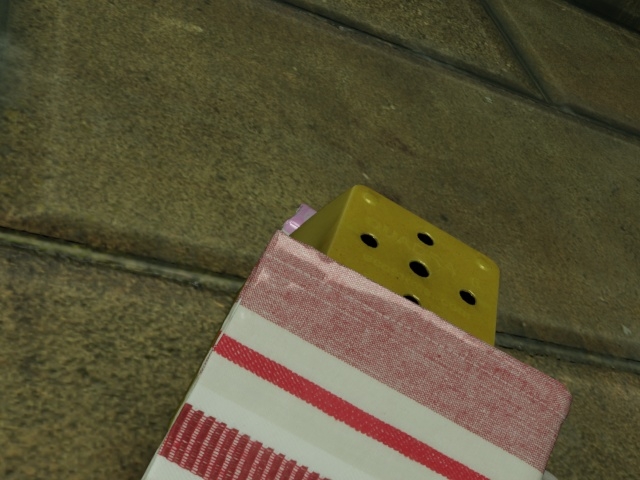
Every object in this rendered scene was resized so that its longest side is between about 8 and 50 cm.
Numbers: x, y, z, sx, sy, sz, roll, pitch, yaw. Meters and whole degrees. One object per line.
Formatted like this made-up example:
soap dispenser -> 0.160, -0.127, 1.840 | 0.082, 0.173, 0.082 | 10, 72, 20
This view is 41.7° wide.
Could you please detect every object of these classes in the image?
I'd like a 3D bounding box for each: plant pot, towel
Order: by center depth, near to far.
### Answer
towel -> 0.000, 0.187, 0.519 | 0.237, 0.037, 0.329 | 29, 72, -6
plant pot -> 0.034, 0.085, 0.692 | 0.212, 0.187, 0.212 | 30, 35, -5

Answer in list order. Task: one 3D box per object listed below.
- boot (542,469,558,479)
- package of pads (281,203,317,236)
boot -> 0.208, 0.291, 0.658 | 0.123, 0.095, 0.258 | -5, 48, -33
package of pads -> 0.000, 0.000, 0.906 | 0.083, 0.032, 0.050 | 35, 37, 3
